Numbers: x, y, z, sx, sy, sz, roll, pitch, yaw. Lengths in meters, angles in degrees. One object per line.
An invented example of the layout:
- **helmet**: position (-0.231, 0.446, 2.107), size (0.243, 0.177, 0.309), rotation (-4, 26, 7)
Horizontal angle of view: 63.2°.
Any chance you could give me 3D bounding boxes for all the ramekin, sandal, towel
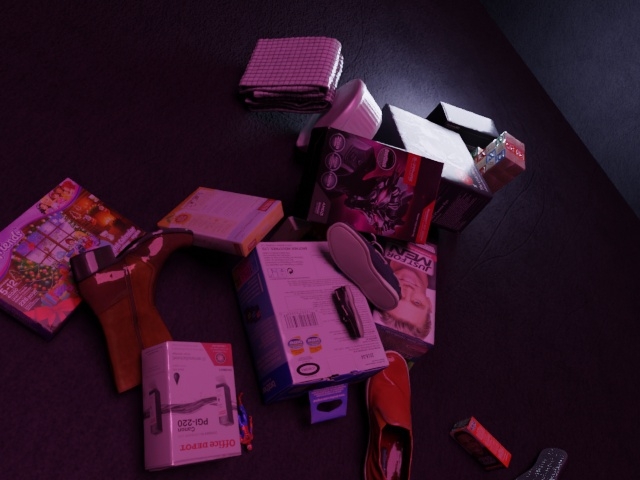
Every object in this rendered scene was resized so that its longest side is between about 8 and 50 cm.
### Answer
- **ramekin**: position (0.062, -0.338, 1.555), size (0.127, 0.273, 0.272), rotation (41, 45, -22)
- **sandal**: position (0.584, 0.634, 1.362), size (0.255, 0.097, 0.054), rotation (-18, 98, -40)
- **towel**: position (-0.084, -0.495, 1.578), size (0.284, 0.121, 0.234), rotation (3, 57, 15)

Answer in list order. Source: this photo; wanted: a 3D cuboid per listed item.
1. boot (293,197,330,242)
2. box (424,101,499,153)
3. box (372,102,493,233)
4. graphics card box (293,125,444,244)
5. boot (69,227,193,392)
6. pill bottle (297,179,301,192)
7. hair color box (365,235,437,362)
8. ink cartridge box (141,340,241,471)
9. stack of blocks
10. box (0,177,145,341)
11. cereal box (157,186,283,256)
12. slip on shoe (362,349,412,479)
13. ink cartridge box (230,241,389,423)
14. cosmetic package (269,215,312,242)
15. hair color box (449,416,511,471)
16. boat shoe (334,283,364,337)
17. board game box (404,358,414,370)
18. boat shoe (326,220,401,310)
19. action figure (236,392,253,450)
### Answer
- **boot**: position (0.000, 0.000, 1.410), size (0.177, 0.088, 0.244), rotation (-7, 85, -3)
- **box**: position (0.495, -0.382, 1.918), size (0.262, 0.184, 0.103), rotation (10, 56, -30)
- **box**: position (0.326, -0.229, 1.661), size (0.313, 0.179, 0.343), rotation (14, 41, -25)
- **graphics card box**: position (0.131, -0.133, 1.331), size (0.371, 0.094, 0.232), rotation (12, 94, -27)
- **boot**: position (-0.330, 0.127, 1.052), size (0.264, 0.096, 0.280), rotation (-23, 91, -50)
- **pill bottle**: position (0.031, -0.182, 1.449), size (0.117, 0.215, 0.117), rotation (18, 52, -24)
- **hair color box**: position (0.213, 0.133, 1.402), size (0.174, 0.105, 0.347), rotation (21, 46, -8)
- **ink cartridge box**: position (-0.244, 0.307, 0.982), size (0.159, 0.092, 0.217), rotation (15, 60, -47)
- **stack of blocks**: position (0.553, -0.233, 1.778), size (0.087, 0.297, 0.171), rotation (28, 50, -15)
- **box**: position (-0.524, 0.029, 1.043), size (0.201, 0.057, 0.293), rotation (36, 47, -8)
- **cereal box**: position (-0.229, -0.048, 1.205), size (0.240, 0.047, 0.173), rotation (12, 41, 25)
- **slip on shoe**: position (0.165, 0.412, 1.193), size (0.123, 0.101, 0.331), rotation (19, 58, -17)
- **ink cartridge box**: position (-0.021, 0.204, 1.197), size (0.270, 0.151, 0.395), rotation (0, 59, -35)
- **cosmetic package**: position (-0.076, -0.019, 1.335), size (0.060, 0.115, 0.041), rotation (-14, 69, -38)
- **hair color box**: position (0.407, 0.521, 1.327), size (0.141, 0.072, 0.043), rotation (45, 46, 1)
- **boat shoe**: position (0.064, 0.160, 1.161), size (0.046, 0.038, 0.125), rotation (43, 27, -71)
- **board game box**: position (0.194, 0.286, 1.368), size (0.124, 0.039, 0.259), rotation (47, 44, 3)
- **boat shoe**: position (0.110, 0.050, 1.228), size (0.254, 0.095, 0.079), rotation (48, 36, -12)
- **action figure**: position (-0.161, 0.375, 1.075), size (0.038, 0.030, 0.115), rotation (-1, 63, -40)
